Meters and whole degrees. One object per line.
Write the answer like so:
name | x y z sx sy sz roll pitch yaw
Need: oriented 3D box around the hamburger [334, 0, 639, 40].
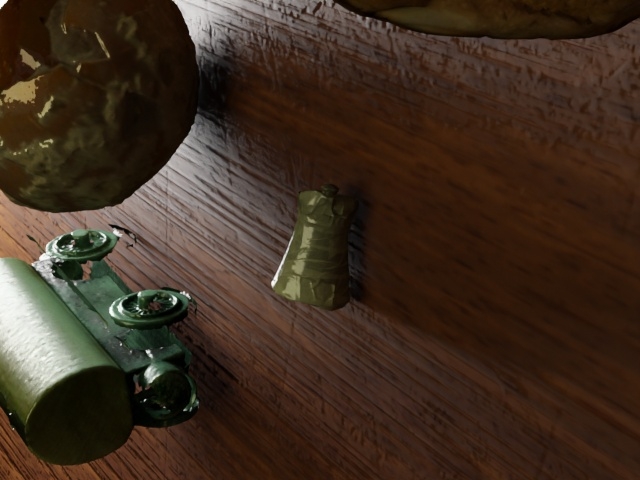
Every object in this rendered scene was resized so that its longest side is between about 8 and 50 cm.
hamburger | 0.088 -0.219 0.548 0.260 0.245 0.211 -41 35 27

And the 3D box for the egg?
egg | -0.201 -0.122 1.085 0.233 0.195 0.195 -40 59 35

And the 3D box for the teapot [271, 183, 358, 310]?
teapot | 0.000 0.000 0.912 0.067 0.057 0.083 -96 18 -72

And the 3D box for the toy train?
toy train | -0.225 0.079 1.159 0.307 0.189 0.127 36 126 53
